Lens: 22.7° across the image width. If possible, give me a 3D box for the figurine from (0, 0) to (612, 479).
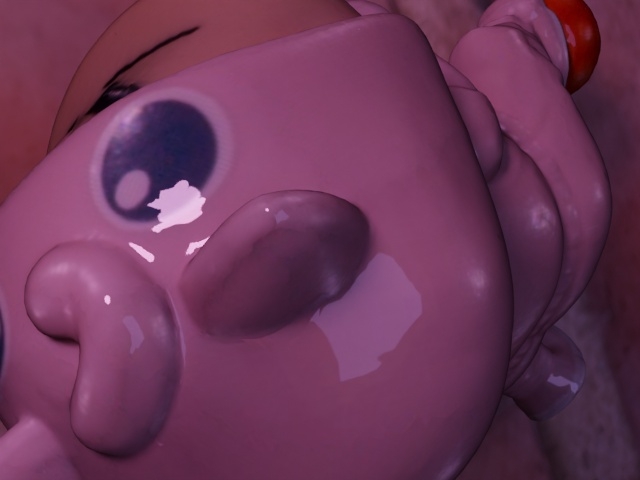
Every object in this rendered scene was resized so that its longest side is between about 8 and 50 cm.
[{"bbox_3d":[0.000,0.000,0.498,0.287,0.176,0.186,-16,60,-51],"label":"figurine"}]
